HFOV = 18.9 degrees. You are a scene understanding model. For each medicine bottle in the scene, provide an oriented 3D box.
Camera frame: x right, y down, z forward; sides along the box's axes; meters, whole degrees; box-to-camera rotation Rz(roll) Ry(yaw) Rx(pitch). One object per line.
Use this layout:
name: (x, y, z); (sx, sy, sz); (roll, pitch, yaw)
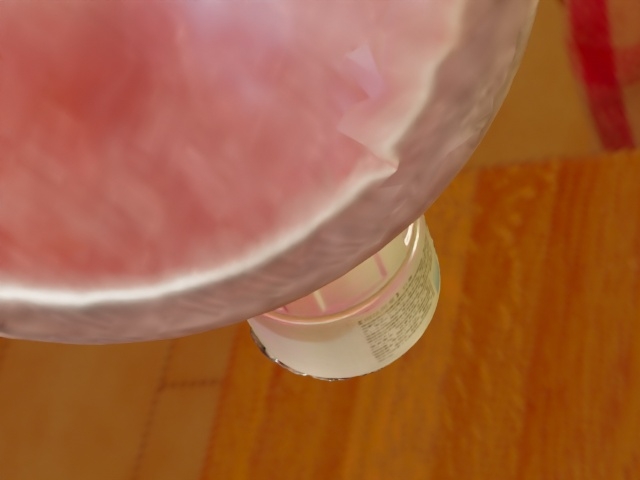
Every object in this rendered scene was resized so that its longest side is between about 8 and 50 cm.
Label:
medicine bottle: (0.000, 0.000, 1.190); (0.135, 0.168, 0.135); (-5, 65, 11)
medicine bottle: (-0.038, -0.109, 0.425); (0.165, 0.165, 0.273); (-22, 25, 14)
